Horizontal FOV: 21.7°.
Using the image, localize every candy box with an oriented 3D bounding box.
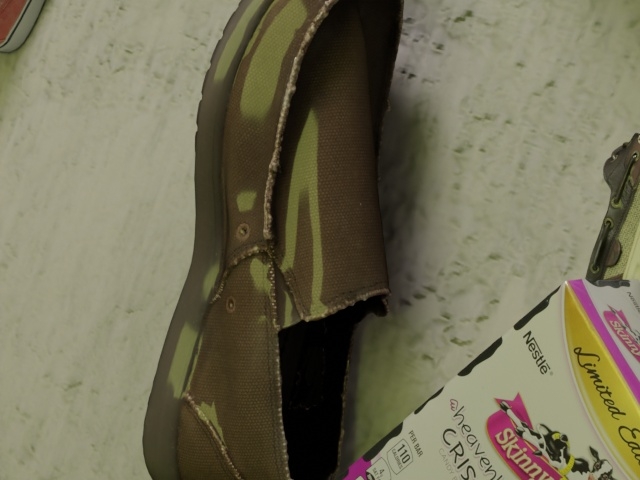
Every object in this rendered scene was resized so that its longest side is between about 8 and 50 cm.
[{"bbox_3d":[0.114,0.150,0.916,0.233,0.071,0.159,-46,59,34],"label":"candy box"}]

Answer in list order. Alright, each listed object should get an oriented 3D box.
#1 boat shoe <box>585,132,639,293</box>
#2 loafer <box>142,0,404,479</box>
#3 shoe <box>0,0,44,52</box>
[{"bbox_3d":[0.180,-0.034,0.930,0.049,0.056,0.152,15,92,32],"label":"boat shoe"},{"bbox_3d":[0.000,0.000,1.023,0.130,0.134,0.366,19,104,32],"label":"loafer"},{"bbox_3d":[-0.233,-0.228,1.244,0.063,0.081,0.178,34,103,35],"label":"shoe"}]
